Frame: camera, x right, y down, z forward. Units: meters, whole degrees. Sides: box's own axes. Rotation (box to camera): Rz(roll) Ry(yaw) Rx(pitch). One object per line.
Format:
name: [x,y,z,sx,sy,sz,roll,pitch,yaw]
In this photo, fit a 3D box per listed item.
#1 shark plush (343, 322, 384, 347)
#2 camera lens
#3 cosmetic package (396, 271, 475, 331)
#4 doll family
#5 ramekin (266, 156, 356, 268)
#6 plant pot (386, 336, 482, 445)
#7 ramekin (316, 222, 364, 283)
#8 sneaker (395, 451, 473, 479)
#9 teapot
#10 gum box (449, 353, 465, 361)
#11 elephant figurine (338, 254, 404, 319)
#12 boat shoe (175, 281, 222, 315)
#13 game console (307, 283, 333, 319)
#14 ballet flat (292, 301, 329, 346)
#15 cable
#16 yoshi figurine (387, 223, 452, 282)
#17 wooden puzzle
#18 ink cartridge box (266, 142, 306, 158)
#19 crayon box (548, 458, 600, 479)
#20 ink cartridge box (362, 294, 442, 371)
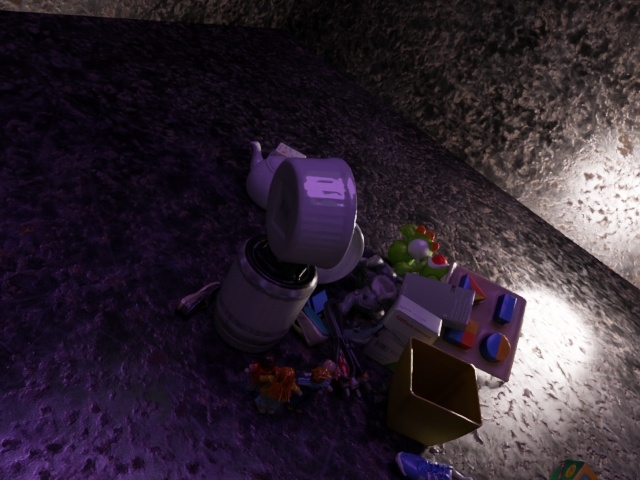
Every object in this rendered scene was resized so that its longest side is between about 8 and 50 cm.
shark plush: [0.114,0.280,1.539,0.067,0.161,0.073,59,41,-16]
camera lens: [-0.150,0.138,1.389,0.219,0.274,0.219,21,33,-15]
cosmetic package: [0.382,0.205,1.737,0.237,0.107,0.127,15,70,16]
doll family: [-0.057,0.357,1.271,0.262,0.163,0.118,12,37,-27]
ramekin: [-0.034,-0.071,1.265,0.135,0.277,0.277,4,41,-23]
plant pot: [0.291,0.433,1.427,0.212,0.187,0.212,26,33,-6]
ramekin: [0.000,0.000,1.722,0.272,0.273,0.127,18,24,-19]
sneaker: [0.288,0.587,1.317,0.211,0.081,0.080,27,34,-4]
teapot: [-0.146,-0.230,1.971,0.255,0.187,0.253,9,39,-32]
gum box: [0.394,0.431,1.648,0.156,0.041,0.184,25,32,-9]
elephant figurine: [0.170,0.183,1.732,0.240,0.185,0.169,-81,152,-45]
boat shoe: [-0.325,0.163,1.426,0.049,0.056,0.152,45,45,13]
game console: [-0.028,0.188,1.613,0.071,0.107,0.122,43,21,-39]
ballet flat: [-0.068,0.204,1.538,0.086,0.086,0.249,-10,58,-45]
cable: [0.049,0.304,1.477,0.139,0.072,0.287,5,49,-49]
yoshi figurine: [0.381,0.116,1.993,0.202,0.204,0.362,-23,68,-7]
wooden puzzle: [0.566,0.278,1.815,0.347,0.080,0.322,28,67,-9]
ink cartridge box: [-0.150,-0.339,2.203,0.143,0.090,0.092,28,33,-5]
crayon box: [0.599,0.698,1.265,0.278,0.081,0.165,-36,86,-23]
ink cartridge box: [0.246,0.288,1.566,0.153,0.209,0.087,33,32,3]
